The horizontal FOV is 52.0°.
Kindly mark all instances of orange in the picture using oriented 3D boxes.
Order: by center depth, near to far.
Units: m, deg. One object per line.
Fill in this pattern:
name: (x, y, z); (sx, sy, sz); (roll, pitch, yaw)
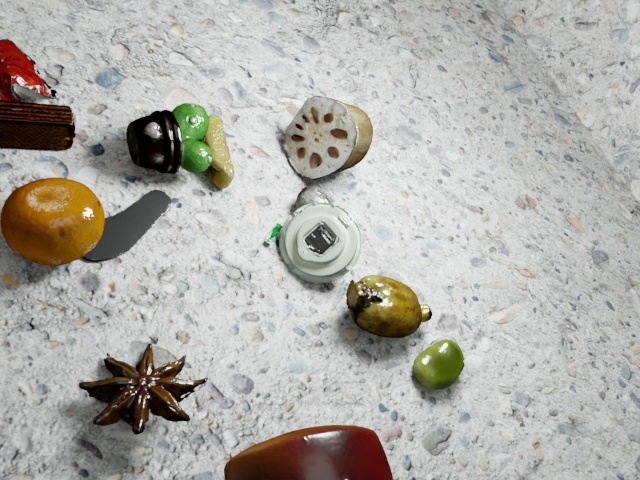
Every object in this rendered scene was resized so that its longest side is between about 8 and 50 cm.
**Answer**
orange: (-0.617, -0.042, 1.517); (0.224, 0.170, 0.224); (7, 47, -7)

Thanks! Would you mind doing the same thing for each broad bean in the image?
broad bean: (0.339, 0.353, 1.865); (0.174, 0.082, 0.124); (-37, 81, -32)

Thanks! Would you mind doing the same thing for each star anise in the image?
star anise: (-0.384, 0.340, 1.438); (0.272, 0.102, 0.272); (8, 33, -5)

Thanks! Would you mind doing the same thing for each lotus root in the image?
lotus root: (0.189, 0.191, 1.845); (0.314, 0.141, 0.169); (19, 53, -30)
lotus root: (0.038, -0.324, 2.064); (0.272, 0.272, 0.192); (54, 34, 13)

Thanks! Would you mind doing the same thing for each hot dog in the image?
hot dog: (-0.312, -0.261, 1.907); (0.074, 0.084, 0.242); (-1, 60, -27)

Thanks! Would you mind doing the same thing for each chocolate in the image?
chocolate: (0.015, -0.058, 1.941); (0.110, 0.110, 0.248); (-29, 70, -40)

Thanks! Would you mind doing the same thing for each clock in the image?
clock: (0.000, 0.000, 1.846); (0.237, 0.053, 0.236); (0, 78, 0)

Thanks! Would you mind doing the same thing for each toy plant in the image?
toy plant: (-0.403, -0.279, 1.801); (0.235, 0.175, 0.217); (-8, 68, -31)

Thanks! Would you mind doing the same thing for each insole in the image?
insole: (-0.497, -0.042, 1.691); (0.110, 0.012, 0.309); (39, 47, 0)

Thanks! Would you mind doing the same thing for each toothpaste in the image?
toothpaste: (-0.136, -0.016, 1.882); (0.020, 0.017, 0.083); (34, 48, -2)

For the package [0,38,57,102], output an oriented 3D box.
package: (-0.835, -0.450, 1.746); (0.269, 0.071, 0.194); (48, 34, 12)

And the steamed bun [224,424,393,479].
steamed bun: (-0.003, 0.528, 1.421); (0.380, 0.248, 0.234); (1, 58, -29)

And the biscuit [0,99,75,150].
biscuit: (-0.809, -0.288, 1.618); (0.389, 0.107, 0.073); (-1, 56, -31)
